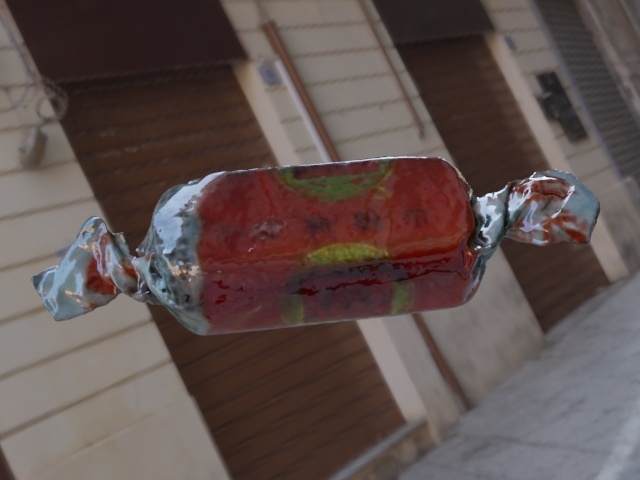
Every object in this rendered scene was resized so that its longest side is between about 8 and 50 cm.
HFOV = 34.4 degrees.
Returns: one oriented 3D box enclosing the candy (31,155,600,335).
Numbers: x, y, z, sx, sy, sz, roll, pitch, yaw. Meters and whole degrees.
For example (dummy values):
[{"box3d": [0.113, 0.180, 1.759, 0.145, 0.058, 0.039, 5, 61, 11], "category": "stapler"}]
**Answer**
[{"box3d": [0.000, 0.001, 0.532, 0.292, 0.086, 0.059, -6, -40, -1], "category": "candy"}]
